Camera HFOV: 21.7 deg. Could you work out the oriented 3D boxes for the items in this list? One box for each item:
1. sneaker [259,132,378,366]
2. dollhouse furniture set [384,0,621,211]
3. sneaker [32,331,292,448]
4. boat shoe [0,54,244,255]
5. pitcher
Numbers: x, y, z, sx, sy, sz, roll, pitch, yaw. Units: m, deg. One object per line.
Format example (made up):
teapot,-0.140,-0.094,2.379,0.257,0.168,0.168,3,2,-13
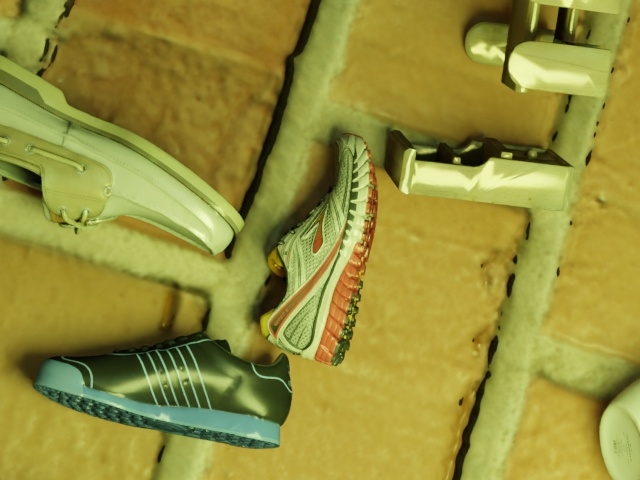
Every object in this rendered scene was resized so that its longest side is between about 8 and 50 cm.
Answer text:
sneaker,0.000,0.000,1.557,0.092,0.088,0.225,11,68,8
dollhouse furniture set,0.161,-0.162,1.558,0.161,0.212,0.242,6,102,-7
sneaker,-0.139,0.124,1.516,0.232,0.081,0.090,14,72,-11
boat shoe,-0.216,-0.057,1.538,0.302,0.113,0.103,29,75,12
pitcher,0.372,0.199,1.541,0.207,0.125,0.178,-8,84,-21
